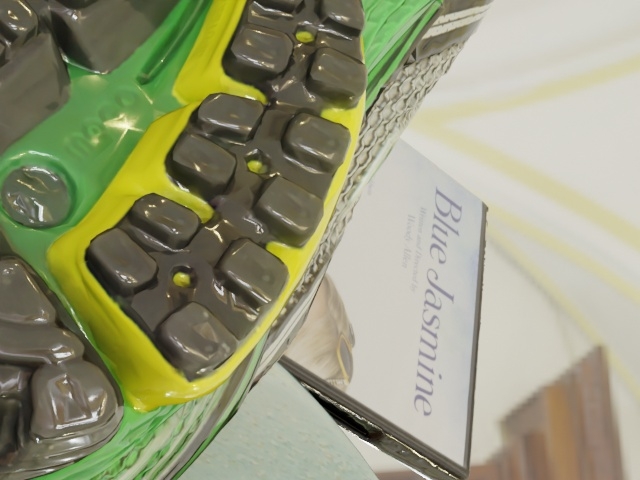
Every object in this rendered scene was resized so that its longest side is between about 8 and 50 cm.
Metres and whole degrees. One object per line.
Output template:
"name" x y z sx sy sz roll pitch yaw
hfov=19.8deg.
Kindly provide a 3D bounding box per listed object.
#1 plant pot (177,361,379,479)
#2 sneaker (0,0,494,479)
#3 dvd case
"plant pot" -0.127 0.120 0.604 0.248 0.247 0.252 -44 -126 25
"sneaker" -0.027 -0.062 0.478 0.343 0.134 0.146 -55 175 -34
"dvd case" 0.000 0.000 0.952 0.022 0.253 0.180 -21 -131 37
